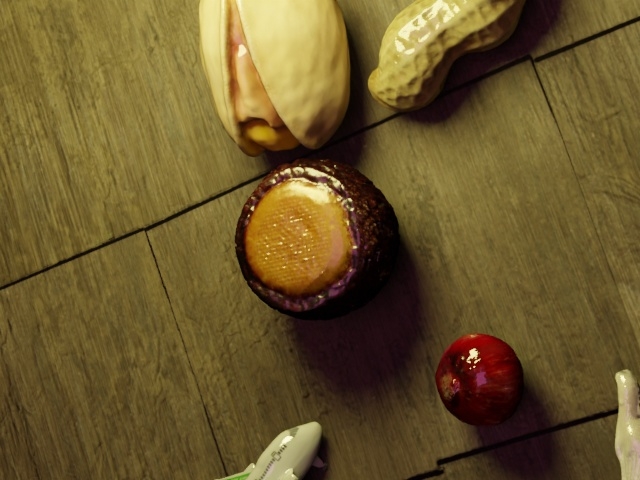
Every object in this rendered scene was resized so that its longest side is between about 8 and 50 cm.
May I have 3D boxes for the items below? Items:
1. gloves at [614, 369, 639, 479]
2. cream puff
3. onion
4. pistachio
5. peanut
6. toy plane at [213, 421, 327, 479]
[{"bbox_3d":[0.444,0.250,1.784,0.119,0.097,0.229,5,97,26],"label":"gloves"},{"bbox_3d":[0.000,0.000,1.936,0.239,0.165,0.239,-1,88,23],"label":"cream puff"},{"bbox_3d":[0.220,0.195,1.864,0.131,0.131,0.131,-1,88,23],"label":"onion"},{"bbox_3d":[-0.072,-0.278,1.944,0.230,0.230,0.308,-6,90,22],"label":"pistachio"},{"bbox_3d":[0.184,-0.300,1.897,0.136,0.120,0.298,45,109,-3],"label":"peanut"},{"bbox_3d":[-0.081,0.372,1.978,0.255,0.251,0.101,-44,111,-12],"label":"toy plane"}]
